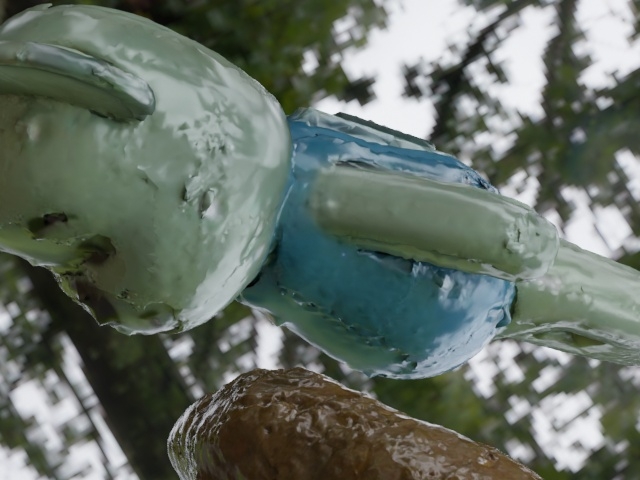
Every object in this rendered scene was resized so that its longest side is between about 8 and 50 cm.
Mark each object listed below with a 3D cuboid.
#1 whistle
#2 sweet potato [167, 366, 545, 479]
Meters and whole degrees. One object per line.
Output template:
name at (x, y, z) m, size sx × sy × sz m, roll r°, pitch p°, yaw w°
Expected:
whistle at (0.000, 0.000, 0.500) m, size 0.114 × 0.235 × 0.077 m, roll -16°, pitch -121°, yaw 59°
sweet potato at (0.002, 0.117, 0.901) m, size 0.341 × 0.092 × 0.114 m, roll 15°, pitch -31°, yaw 51°
